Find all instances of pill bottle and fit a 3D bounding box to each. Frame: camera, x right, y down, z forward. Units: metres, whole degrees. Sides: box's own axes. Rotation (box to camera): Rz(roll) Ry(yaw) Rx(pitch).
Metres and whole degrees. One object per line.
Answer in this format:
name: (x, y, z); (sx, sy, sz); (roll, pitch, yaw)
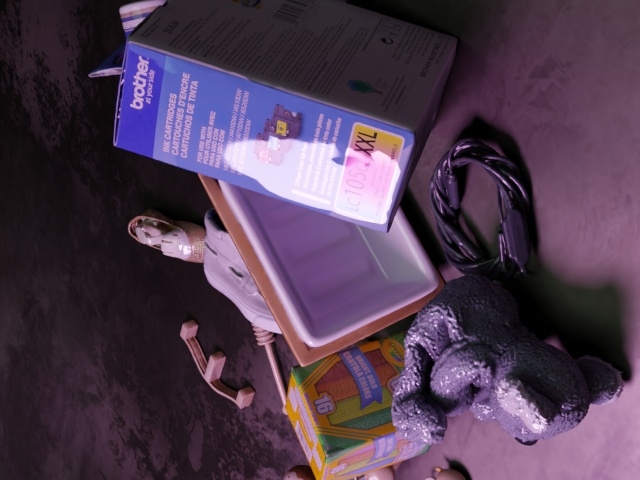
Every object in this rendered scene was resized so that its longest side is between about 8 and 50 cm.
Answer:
pill bottle: (-0.244, -0.284, 1.913); (0.094, 0.094, 0.169); (1, 106, 51)

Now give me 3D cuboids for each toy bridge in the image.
toy bridge: (-0.180, 0.216, 2.118); (0.188, 0.026, 0.063); (46, 138, 29)

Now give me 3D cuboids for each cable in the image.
cable: (0.193, -0.038, 1.533); (0.150, 0.047, 0.184); (5, 114, 55)

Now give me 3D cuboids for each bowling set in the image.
bowling set: (0.058, 0.299, 1.730); (0.287, 0.200, 0.154); (48, 137, 20)

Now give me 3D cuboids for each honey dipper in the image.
honey dipper: (-0.071, 0.201, 1.977); (0.030, 0.030, 0.161); (-7, 104, 52)

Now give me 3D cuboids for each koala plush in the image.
koala plush: (0.224, 0.159, 1.467); (0.221, 0.196, 0.203); (22, 112, 49)

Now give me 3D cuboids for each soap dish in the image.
soap dish: (0.000, 0.000, 1.648); (0.291, 0.229, 0.118); (61, 159, 12)

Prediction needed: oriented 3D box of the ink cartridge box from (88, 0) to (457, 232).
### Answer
ink cartridge box: (-0.064, -0.186, 1.459); (0.395, 0.270, 0.151); (20, 124, 5)

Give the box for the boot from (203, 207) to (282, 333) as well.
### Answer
boot: (-0.097, 0.039, 1.875); (0.258, 0.095, 0.123); (29, 134, 42)

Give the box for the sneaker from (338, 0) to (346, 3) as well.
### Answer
sneaker: (0.003, -0.359, 1.519); (0.305, 0.152, 0.114); (-39, 52, 50)

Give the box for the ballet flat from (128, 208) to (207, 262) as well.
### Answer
ballet flat: (-0.249, 0.000, 2.070); (0.206, 0.067, 0.073); (16, 118, 46)

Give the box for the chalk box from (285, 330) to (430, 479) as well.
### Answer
chalk box: (0.077, 0.216, 1.643); (0.132, 0.213, 0.132); (98, 151, -59)
